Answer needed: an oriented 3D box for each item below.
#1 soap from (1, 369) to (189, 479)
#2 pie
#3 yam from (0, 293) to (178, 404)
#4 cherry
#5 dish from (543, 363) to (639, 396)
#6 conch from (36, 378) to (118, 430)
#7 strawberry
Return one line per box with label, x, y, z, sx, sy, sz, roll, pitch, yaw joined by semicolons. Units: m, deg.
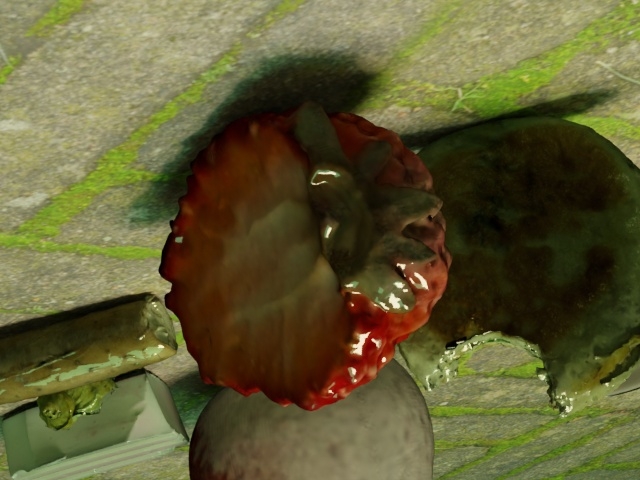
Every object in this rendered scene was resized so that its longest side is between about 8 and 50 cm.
soap;-0.285;0.243;2.092;0.230;0.091;0.145;-17;162;9
pie;0.186;0.015;1.523;0.302;0.303;0.067;-13;154;-1
yam;-0.345;0.142;1.813;0.371;0.083;0.083;-15;159;3
cherry;0.006;0.292;2.090;0.326;0.335;0.291;-43;143;-4
dish;0.359;0.037;1.817;0.316;0.316;0.106;-25;112;29
conch;-0.290;0.190;1.968;0.089;0.074;0.121;14;-161;32
strawberry;-0.013;0.018;1.473;0.149;0.265;0.336;-16;168;-37
